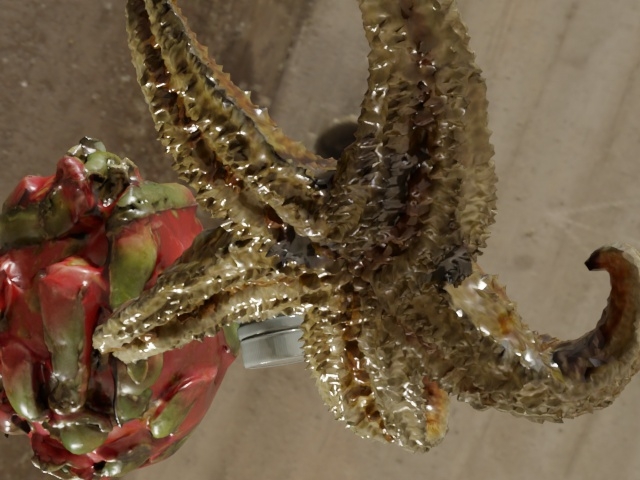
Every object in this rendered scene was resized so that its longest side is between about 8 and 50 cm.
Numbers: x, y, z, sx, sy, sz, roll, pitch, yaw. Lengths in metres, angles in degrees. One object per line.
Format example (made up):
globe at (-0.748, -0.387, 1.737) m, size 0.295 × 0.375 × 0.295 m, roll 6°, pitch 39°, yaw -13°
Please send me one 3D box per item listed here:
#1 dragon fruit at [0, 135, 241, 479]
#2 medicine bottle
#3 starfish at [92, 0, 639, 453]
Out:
dragon fruit at (-0.191, 0.065, 0.970) m, size 0.237 × 0.231 × 0.303 m, roll -32°, pitch 146°, yaw -47°
medicine bottle at (-0.034, 0.043, 0.803) m, size 0.058 × 0.058 × 0.091 m, roll 11°, pitch 67°, yaw -64°
starfish at (-0.001, -0.003, 0.534) m, size 0.303 × 0.312 × 0.113 m, roll 48°, pitch 49°, yaw -14°
